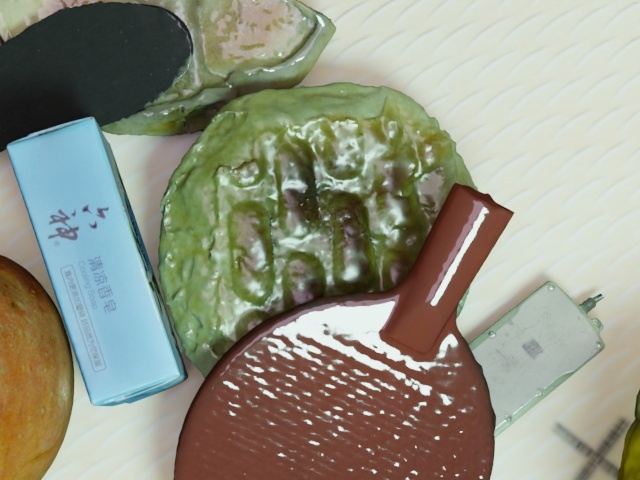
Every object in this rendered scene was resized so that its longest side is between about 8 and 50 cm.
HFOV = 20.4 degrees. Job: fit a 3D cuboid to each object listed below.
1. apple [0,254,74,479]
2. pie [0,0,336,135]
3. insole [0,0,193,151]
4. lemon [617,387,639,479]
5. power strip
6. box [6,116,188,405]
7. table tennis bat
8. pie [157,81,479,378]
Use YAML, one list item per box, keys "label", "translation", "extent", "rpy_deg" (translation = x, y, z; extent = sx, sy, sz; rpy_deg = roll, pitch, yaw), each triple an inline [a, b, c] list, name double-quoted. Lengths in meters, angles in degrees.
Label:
- label: "apple"
  translation: [-0.325, 0.125, 1.454]
  extent: [0.253, 0.253, 0.254]
  rpy_deg: [0, 85, -1]
- label: "pie"
  translation: [-0.145, -0.254, 1.579]
  extent: [0.337, 0.075, 0.338]
  rpy_deg: [0, 87, 4]
- label: "insole"
  translation: [-0.254, -0.125, 1.551]
  extent: [0.309, 0.012, 0.110]
  rpy_deg: [-25, 93, 14]
- label: "lemon"
  translation: [0.391, 0.257, 1.415]
  extent: [0.387, 0.350, 0.350]
  rpy_deg: [45, 85, -2]
- label: "power strip"
  translation: [0.161, 0.118, 1.573]
  extent: [0.227, 0.029, 0.080]
  rpy_deg: [-38, 85, -3]
- label: "box"
  translation: [-0.187, 0.022, 1.517]
  extent: [0.083, 0.142, 0.232]
  rpy_deg: [-20, 85, -4]
- label: "table tennis bat"
  translation: [0.038, 0.142, 1.506]
  extent: [0.268, 0.051, 0.415]
  rpy_deg: [27, 99, -12]
- label: "pie"
  translation: [0.000, 0.000, 1.544]
  extent: [0.306, 0.071, 0.306]
  rpy_deg: [0, 90, -11]
